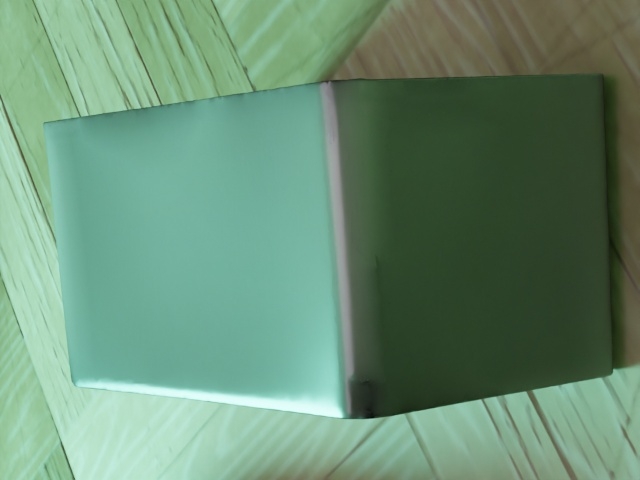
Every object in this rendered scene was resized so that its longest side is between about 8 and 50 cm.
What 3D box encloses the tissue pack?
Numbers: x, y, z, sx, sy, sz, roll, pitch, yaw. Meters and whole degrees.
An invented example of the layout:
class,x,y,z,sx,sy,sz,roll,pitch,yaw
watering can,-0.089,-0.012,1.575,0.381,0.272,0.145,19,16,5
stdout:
class,x,y,z,sx,sy,sz,roll,pitch,yaw
tissue pack,-0.001,0.000,0.777,0.246,0.159,0.136,-2,93,52
